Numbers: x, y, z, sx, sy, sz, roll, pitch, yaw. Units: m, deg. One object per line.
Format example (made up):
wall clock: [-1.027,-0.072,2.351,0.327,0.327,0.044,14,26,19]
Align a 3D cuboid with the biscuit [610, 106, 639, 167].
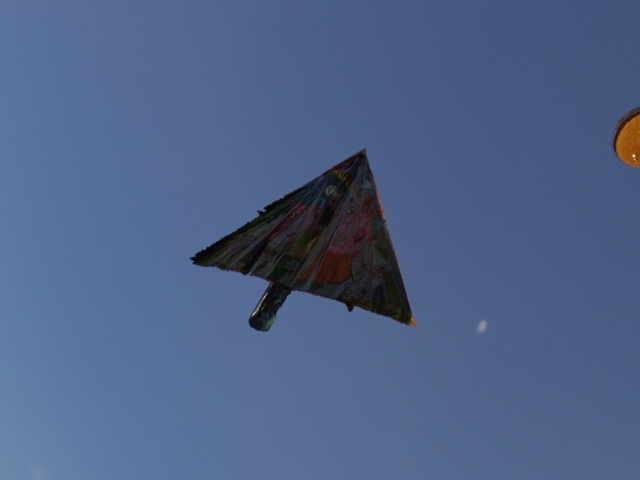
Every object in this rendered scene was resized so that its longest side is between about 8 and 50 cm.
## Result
biscuit: [0.300,-0.097,0.955,0.091,0.015,0.078,0,-47,-6]

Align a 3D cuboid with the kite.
kite: [0.000,0.000,1.150,0.321,0.234,0.016,14,-25,40]
